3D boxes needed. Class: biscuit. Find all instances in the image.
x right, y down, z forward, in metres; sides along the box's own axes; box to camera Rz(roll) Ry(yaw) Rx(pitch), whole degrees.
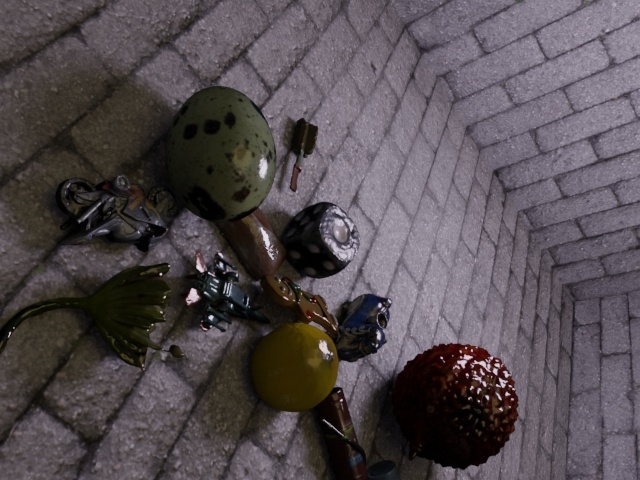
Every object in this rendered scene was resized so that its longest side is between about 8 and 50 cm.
[{"bbox_3d":[-0.058,0.176,1.691,0.301,0.049,0.197,32,12,-40],"label":"biscuit"}]

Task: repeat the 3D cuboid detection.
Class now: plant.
[{"bbox_3d":[-0.464,0.132,1.208,0.333,0.180,0.251,23,48,-40],"label":"plant"}]

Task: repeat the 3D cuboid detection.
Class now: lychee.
[{"bbox_3d":[0.438,0.561,1.934,0.500,0.425,0.424,-27,96,-37],"label":"lychee"}]

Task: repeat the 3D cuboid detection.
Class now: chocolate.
[{"bbox_3d":[-0.185,-0.014,1.666,0.261,0.083,0.161,56,39,-18],"label":"chocolate"}]

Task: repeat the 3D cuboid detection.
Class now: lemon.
[{"bbox_3d":[-0.056,0.342,1.568,0.240,0.219,0.240,29,50,-42],"label":"lemon"}]

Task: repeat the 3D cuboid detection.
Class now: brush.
[{"bbox_3d":[-0.068,-0.285,1.936,0.084,0.071,0.301,28,54,-27],"label":"brush"}]

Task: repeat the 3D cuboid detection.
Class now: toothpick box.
[{"bbox_3d":[0.216,0.789,1.808,0.101,0.101,0.153,-24,95,-52],"label":"toothpick box"}]

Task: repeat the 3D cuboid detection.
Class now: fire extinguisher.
[{"bbox_3d":[0.064,0.615,1.689,0.141,0.105,0.341,-10,83,-56],"label":"fire extinguisher"}]

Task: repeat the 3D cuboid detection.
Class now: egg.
[{"bbox_3d":[-0.257,-0.228,1.499,0.288,0.288,0.379,23,62,-44],"label":"egg"}]

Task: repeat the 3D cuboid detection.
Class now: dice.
[{"bbox_3d":[0.000,0.000,1.806,0.182,0.183,0.181,50,44,-23],"label":"dice"}]

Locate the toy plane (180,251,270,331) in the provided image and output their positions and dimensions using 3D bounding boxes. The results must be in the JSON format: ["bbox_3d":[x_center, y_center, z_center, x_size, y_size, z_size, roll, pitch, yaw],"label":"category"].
[{"bbox_3d":[-0.228,0.160,1.524,0.326,0.104,0.222,33,51,-39],"label":"toy plane"}]

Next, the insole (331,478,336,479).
[{"bbox_3d":[0.065,0.779,1.708,0.053,0.002,0.152,-30,99,-51],"label":"insole"}]

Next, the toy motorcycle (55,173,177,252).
[{"bbox_3d":[-0.461,-0.057,1.333,0.307,0.108,0.173,-1,82,-49],"label":"toy motorcycle"}]

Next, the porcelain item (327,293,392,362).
[{"bbox_3d":[0.147,0.276,1.870,0.138,0.186,0.288,58,38,-14],"label":"porcelain item"}]
